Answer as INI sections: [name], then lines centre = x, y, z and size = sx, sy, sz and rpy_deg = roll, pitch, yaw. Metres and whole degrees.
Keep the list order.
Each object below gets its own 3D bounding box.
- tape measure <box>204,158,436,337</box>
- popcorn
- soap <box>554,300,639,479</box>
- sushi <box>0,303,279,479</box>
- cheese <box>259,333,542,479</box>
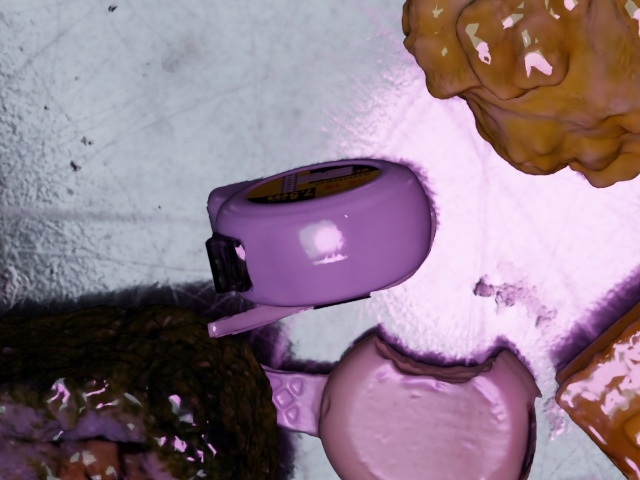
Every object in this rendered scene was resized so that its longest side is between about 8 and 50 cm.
[tape measure]
centre = -0.003, 0.001, 1.310
size = 0.196, 0.178, 0.105
rpy_deg = -9, 105, 7
[popcorn]
centre = 0.204, -0.170, 1.267
size = 0.241, 0.235, 0.250
rpy_deg = -32, 131, 12
[soap]
centre = 0.408, 0.124, 1.286
size = 0.338, 0.169, 0.304
rpy_deg = -42, 90, 8
[sushi]
centre = -0.210, 0.211, 1.316
size = 0.352, 0.178, 0.294
rpy_deg = -7, 109, 15
[cheese]
centre = 0.041, 0.148, 1.366
size = 0.286, 0.082, 0.163
rpy_deg = 13, 95, 5
